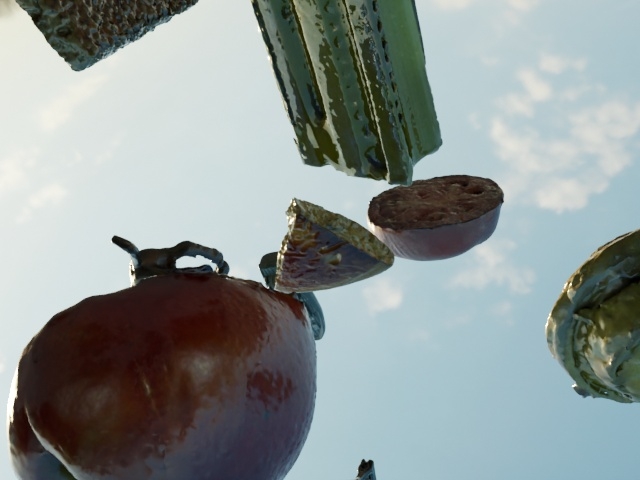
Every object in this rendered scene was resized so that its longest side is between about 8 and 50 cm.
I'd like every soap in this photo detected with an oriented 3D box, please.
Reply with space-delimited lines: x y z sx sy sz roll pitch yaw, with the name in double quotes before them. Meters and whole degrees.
"soap" 0.024 -0.165 0.934 0.135 0.233 0.076 13 -131 34

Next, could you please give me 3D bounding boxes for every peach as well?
"peach" -0.142 0.153 1.058 0.281 0.281 0.338 -7 -155 41

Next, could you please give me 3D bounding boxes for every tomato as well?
"tomato" 0.184 -0.029 1.618 0.224 0.085 0.225 -10 -161 4

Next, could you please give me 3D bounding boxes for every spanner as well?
"spanner" 0.036 0.370 1.527 0.026 0.093 0.325 -5 168 22

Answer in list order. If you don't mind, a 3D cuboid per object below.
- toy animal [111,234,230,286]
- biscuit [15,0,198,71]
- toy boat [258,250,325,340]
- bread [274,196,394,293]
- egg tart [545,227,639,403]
"toy animal" -0.198 0.065 1.400 0.148 0.233 0.085 -11 -119 8
"biscuit" -0.159 -0.201 0.742 0.025 0.131 0.231 -33 -167 25
"toy boat" -0.051 0.125 2.092 0.078 0.260 0.085 -10 -132 18
"bread" 0.020 0.011 1.209 0.135 0.154 0.054 9 -128 -2
"egg tart" 0.366 0.088 1.047 0.278 0.279 0.095 -23 -139 15
